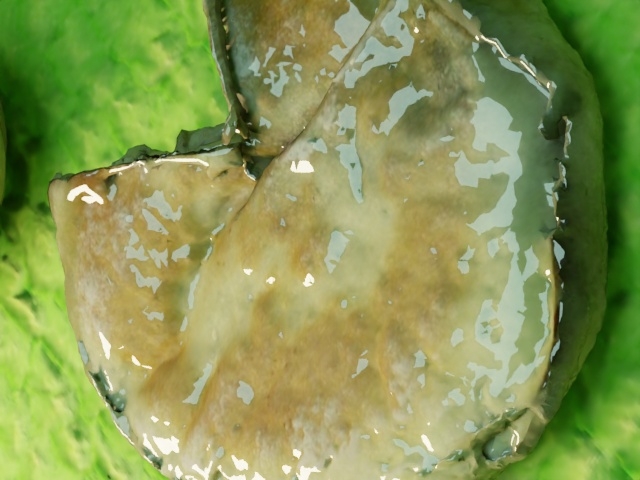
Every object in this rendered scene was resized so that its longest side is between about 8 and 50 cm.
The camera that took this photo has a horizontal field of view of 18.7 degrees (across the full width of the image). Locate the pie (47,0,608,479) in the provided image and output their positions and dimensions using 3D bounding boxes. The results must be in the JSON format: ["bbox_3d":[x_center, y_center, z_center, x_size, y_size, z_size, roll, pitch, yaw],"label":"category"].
[{"bbox_3d":[0.000,0.000,0.936,0.337,0.075,0.337,2,93,39],"label":"pie"}]

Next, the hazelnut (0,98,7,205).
[{"bbox_3d":[-0.316,-0.026,1.123,0.261,0.241,0.261,7,125,10],"label":"hazelnut"}]
